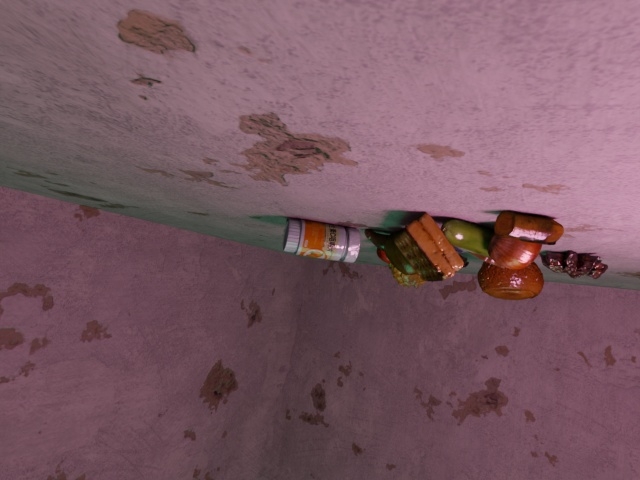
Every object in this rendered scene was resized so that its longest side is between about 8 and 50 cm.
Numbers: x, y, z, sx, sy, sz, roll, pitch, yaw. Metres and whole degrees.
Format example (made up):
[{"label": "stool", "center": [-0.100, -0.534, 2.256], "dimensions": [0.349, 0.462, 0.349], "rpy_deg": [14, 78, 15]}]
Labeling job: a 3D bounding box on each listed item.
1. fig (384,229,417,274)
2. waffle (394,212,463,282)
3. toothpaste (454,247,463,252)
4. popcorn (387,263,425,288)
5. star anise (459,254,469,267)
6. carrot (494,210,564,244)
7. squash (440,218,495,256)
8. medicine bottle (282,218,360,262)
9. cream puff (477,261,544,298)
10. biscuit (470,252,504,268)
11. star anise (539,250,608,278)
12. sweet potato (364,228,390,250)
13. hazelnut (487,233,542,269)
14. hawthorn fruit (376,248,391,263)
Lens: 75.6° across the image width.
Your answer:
[{"label": "fig", "center": [0.356, 0.049, 1.690], "dimensions": [0.181, 0.191, 0.181], "rpy_deg": [-9, 165, -2]}, {"label": "waffle", "center": [0.363, 0.036, 1.434], "dimensions": [0.098, 0.224, 0.327], "rpy_deg": [-34, 173, -1]}, {"label": "toothpaste", "center": [0.599, 0.024, 1.846], "dimensions": [0.057, 0.034, 0.197], "rpy_deg": [-5, 164, 39]}, {"label": "popcorn", "center": [0.492, 0.134, 2.244], "dimensions": [0.249, 0.249, 0.225], "rpy_deg": [9, -157, -8]}, {"label": "star anise", "center": [0.718, 0.126, 2.285], "dimensions": [0.198, 0.110, 0.257], "rpy_deg": [6, 180, 14]}, {"label": "carrot", "center": [0.581, -0.033, 1.148], "dimensions": [0.173, 0.082, 0.082], "rpy_deg": [8, 174, -8]}, {"label": "squash", "center": [0.549, 0.001, 1.409], "dimensions": [0.379, 0.101, 0.101], "rpy_deg": [15, 170, -34]}, {"label": "medicine bottle", "center": [0.000, 0.000, 1.800], "dimensions": [0.318, 0.158, 0.158], "rpy_deg": [9, 174, -12]}, {"label": "cream puff", "center": [0.901, 0.164, 1.961], "dimensions": [0.303, 0.212, 0.303], "rpy_deg": [10, 165, 3]}, {"label": "biscuit", "center": [0.620, 0.047, 1.561], "dimensions": [0.182, 0.034, 0.215], "rpy_deg": [10, -155, -25]}, {"label": "star anise", "center": [1.054, 0.106, 1.726], "dimensions": [0.223, 0.109, 0.236], "rpy_deg": [16, 172, -28]}, {"label": "sweet potato", "center": [0.339, 0.019, 1.854], "dimensions": [0.310, 0.098, 0.124], "rpy_deg": [17, 177, -37]}, {"label": "hazelnut", "center": [0.613, 0.016, 1.312], "dimensions": [0.150, 0.150, 0.150], "rpy_deg": [8, 174, 1]}, {"label": "hawthorn fruit", "center": [0.343, 0.056, 2.075], "dimensions": [0.128, 0.128, 0.128], "rpy_deg": [8, 174, 1]}]
